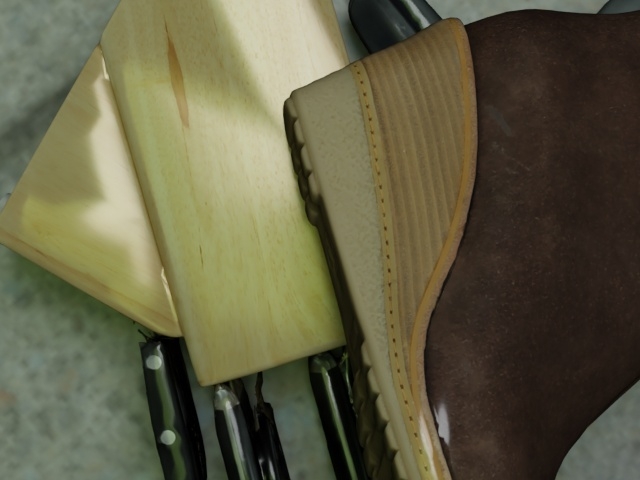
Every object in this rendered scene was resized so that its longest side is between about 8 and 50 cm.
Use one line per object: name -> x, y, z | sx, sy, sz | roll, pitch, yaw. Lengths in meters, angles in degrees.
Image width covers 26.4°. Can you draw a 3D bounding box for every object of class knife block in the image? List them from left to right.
knife block -> 0.000, 0.000, 0.584 | 0.242, 0.088, 0.276 | 29, 88, -2

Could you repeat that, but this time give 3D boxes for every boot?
boot -> 0.111, 0.025, 0.499 | 0.207, 0.090, 0.248 | -13, 77, -7

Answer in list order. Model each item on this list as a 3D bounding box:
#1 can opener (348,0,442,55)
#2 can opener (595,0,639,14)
can opener -> 0.079, -0.042, 0.606 | 0.073, 0.059, 0.186 | -42, 81, 25
can opener -> 0.219, 0.002, 0.612 | 0.095, 0.076, 0.283 | -39, 90, -34
